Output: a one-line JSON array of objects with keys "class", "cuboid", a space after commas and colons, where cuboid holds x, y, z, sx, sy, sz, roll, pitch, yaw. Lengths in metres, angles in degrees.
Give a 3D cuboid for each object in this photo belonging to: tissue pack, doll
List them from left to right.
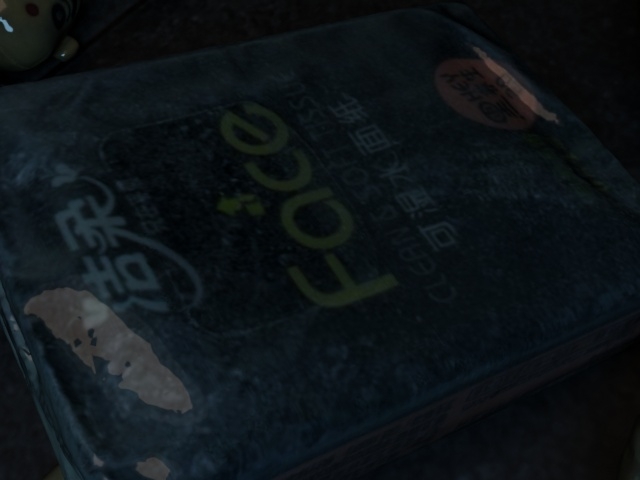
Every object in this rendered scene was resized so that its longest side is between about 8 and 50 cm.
[{"class": "doll", "cuboid": [-0.237, -0.141, 0.649, 0.179, 0.102, 0.089, -47, 25, -16]}, {"class": "tissue pack", "cuboid": [0.000, 0.000, 0.463, 0.315, 0.103, 0.228, -19, 57, -26]}]

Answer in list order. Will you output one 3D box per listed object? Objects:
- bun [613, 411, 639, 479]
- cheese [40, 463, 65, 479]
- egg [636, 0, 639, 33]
[{"class": "bun", "cuboid": [0.251, 0.159, 0.352, 0.287, 0.146, 0.287, -7, 69, 19]}, {"class": "cheese", "cuboid": [-0.140, 0.157, 0.484, 0.192, 0.037, 0.097, -21, 58, -3]}, {"class": "egg", "cuboid": [0.294, -0.147, 0.468, 0.238, 0.238, 0.289, 28, 51, 23]}]
